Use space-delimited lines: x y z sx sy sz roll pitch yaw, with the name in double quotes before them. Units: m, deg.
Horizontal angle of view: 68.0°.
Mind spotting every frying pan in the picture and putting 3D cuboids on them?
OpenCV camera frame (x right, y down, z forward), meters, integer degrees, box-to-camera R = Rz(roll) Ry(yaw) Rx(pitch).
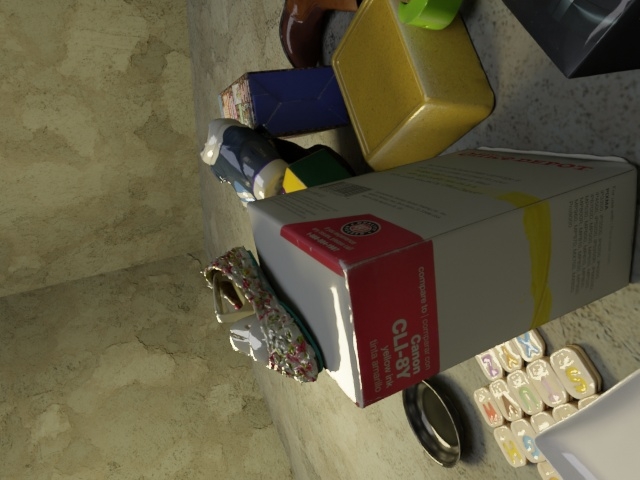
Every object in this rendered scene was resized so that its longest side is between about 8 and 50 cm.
"frying pan" 0.216 0.336 1.054 0.326 0.053 0.197 62 155 30

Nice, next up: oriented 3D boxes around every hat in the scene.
"hat" 0.003 -0.134 1.140 0.331 0.134 0.331 37 155 21

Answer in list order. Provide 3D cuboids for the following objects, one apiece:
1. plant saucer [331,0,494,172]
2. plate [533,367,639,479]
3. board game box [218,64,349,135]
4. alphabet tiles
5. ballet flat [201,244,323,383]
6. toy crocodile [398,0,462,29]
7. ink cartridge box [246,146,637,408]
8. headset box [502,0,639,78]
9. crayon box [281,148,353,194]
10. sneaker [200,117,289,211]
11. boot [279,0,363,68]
"plant saucer" 0.125 -0.297 0.857 0.332 0.081 0.333 71 158 9
"plate" 0.414 0.298 0.535 0.277 0.045 0.277 54 150 29
"board game box" -0.102 -0.327 1.182 0.291 0.232 0.140 15 116 65
"alphabet tiles" 0.346 0.270 0.746 0.277 0.021 0.284 65 155 24
"ballet flat" -0.082 0.093 0.574 0.241 0.077 0.091 45 146 49
"toy crocodile" 0.172 -0.447 0.602 0.105 0.115 0.340 -129 32 -47
"ink cartridge box" 0.141 0.004 0.596 0.279 0.385 0.160 30 133 61
"headset box" 0.270 -0.324 0.417 0.282 0.131 0.246 65 156 24
"crayon box" 0.036 0.048 0.996 0.313 0.106 0.362 47 148 19
"sneaker" -0.157 -0.141 1.067 0.236 0.130 0.322 43 164 18
"boot" 0.017 -0.498 1.030 0.280 0.096 0.263 29 122 52
